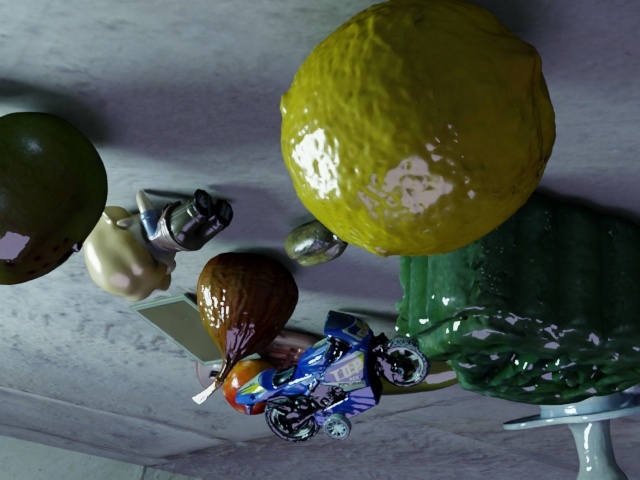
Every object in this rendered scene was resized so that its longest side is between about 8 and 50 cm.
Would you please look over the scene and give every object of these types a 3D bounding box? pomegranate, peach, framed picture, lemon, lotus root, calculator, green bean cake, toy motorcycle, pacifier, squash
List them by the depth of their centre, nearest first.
[{"bbox_3d":[0.070,-0.083,0.686,0.231,0.192,0.192,-24,142,39],"label":"lemon"},{"bbox_3d":[-0.307,-0.065,0.906,0.179,0.210,0.179,-17,-176,1],"label":"pomegranate"},{"bbox_3d":[0.227,0.083,1.047,0.300,0.169,0.308,12,157,-12],"label":"green bean cake"},{"bbox_3d":[0.000,0.000,1.068,0.054,0.049,0.099,35,146,-32],"label":"lotus root"},{"bbox_3d":[0.010,0.204,1.380,0.315,0.113,0.169,-32,105,27],"label":"toy motorcycle"},{"bbox_3d":[0.133,0.200,1.440,0.341,0.094,0.094,-11,151,41],"label":"squash"},{"bbox_3d":[-0.200,0.145,1.454,0.142,0.011,0.183,-14,134,40],"label":"framed picture"},{"bbox_3d":[0.444,0.321,1.461,0.238,0.226,0.287,4,166,-44],"label":"pacifier"},{"bbox_3d":[-0.109,0.245,1.507,0.100,0.101,0.101,6,156,3],"label":"peach"},{"bbox_3d":[-0.105,0.209,1.585,0.220,0.048,0.330,13,153,-8],"label":"calculator"}]

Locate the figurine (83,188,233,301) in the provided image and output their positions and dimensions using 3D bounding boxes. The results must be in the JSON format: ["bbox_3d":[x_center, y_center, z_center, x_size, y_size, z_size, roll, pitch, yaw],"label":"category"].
[{"bbox_3d":[-0.198,-0.006,1.080,0.196,0.108,0.114,-32,148,30],"label":"figurine"}]

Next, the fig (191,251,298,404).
[{"bbox_3d":[-0.112,0.116,1.190,0.134,0.201,0.146,4,152,32],"label":"fig"}]
